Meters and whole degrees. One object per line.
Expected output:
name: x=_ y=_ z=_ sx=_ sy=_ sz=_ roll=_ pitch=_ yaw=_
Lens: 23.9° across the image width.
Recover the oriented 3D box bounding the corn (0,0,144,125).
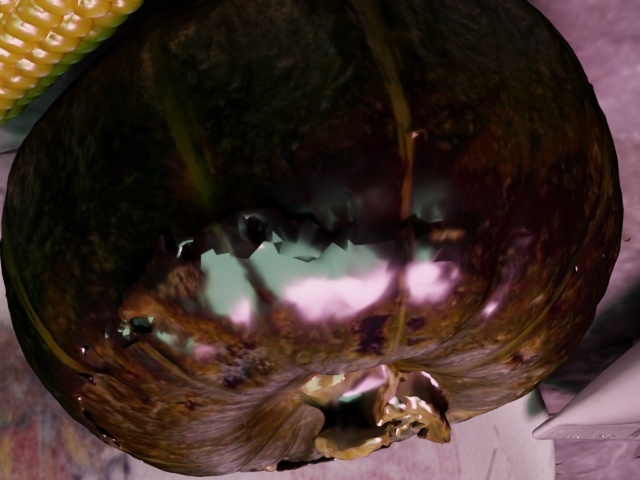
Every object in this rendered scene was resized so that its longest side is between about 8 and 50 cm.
corn: x=-0.097 y=-0.106 z=0.505 sx=0.260 sy=0.091 sz=0.091 roll=-36 pitch=164 yaw=34

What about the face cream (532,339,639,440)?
face cream: x=0.244 y=0.026 z=0.704 sx=0.143 sy=0.089 sz=0.314 roll=4 pitch=143 yaw=-36

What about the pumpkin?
pumpkin: x=0.002 y=0.002 z=0.563 sx=0.238 sy=0.159 sz=0.238 roll=-20 pitch=155 yaw=-10

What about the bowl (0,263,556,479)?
bowl: x=-0.078 y=0.210 z=0.765 sx=0.435 sy=0.196 sz=0.435 roll=-3 pitch=134 yaw=-3
